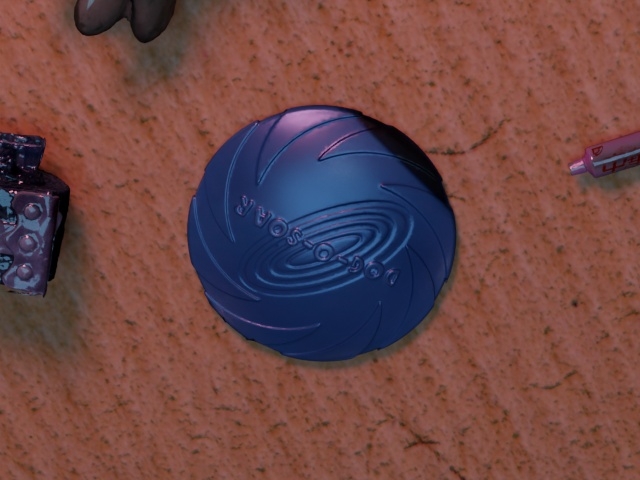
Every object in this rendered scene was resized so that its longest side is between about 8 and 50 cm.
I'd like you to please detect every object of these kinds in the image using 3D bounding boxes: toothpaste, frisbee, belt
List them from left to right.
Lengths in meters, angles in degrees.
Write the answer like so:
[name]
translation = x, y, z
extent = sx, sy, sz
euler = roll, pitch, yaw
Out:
[belt]
translation = -0.328, -0.040, 1.582
extent = 0.218, 0.122, 0.128
euler = 8, 107, -6
[frisbee]
translation = 0.000, 0.000, 1.613
extent = 0.242, 0.045, 0.242
euler = 1, 109, 3
[toothpaste]
translation = 0.297, -0.086, 1.571
extent = 0.169, 0.028, 0.045
euler = -17, 113, 6

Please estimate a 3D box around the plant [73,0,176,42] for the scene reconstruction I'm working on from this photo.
[plant]
translation = -0.122, -0.287, 1.472
extent = 0.146, 0.149, 0.274
euler = 32, 110, -6
